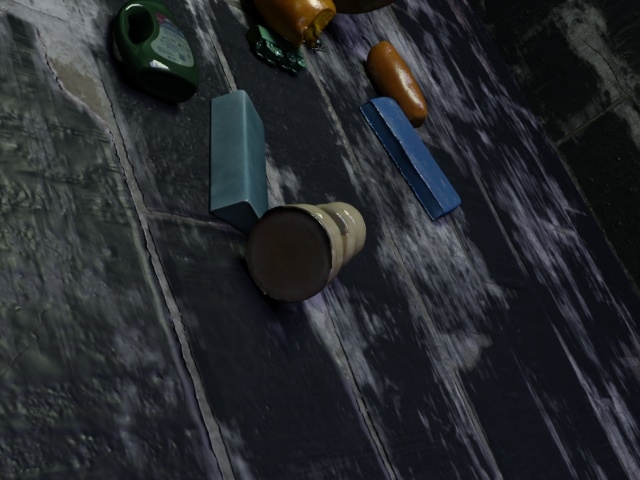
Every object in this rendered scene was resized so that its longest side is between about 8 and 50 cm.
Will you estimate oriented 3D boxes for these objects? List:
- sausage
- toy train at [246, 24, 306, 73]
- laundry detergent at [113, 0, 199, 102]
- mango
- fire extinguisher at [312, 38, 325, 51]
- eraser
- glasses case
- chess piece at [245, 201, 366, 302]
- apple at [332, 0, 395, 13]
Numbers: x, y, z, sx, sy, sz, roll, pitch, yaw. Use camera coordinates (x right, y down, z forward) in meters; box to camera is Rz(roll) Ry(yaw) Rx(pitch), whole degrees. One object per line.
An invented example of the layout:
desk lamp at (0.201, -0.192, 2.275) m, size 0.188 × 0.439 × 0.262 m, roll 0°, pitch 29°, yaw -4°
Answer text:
sausage at (0.184, -0.381, 2.062) m, size 0.098 × 0.098 × 0.238 m, roll -2°, pitch 62°, yaw -58°
toy train at (-0.086, -0.380, 1.697) m, size 0.148 × 0.038 × 0.071 m, roll 14°, pitch 45°, yaw -51°
laundry detergent at (-0.265, -0.320, 1.326) m, size 0.137 × 0.063 × 0.211 m, roll 12°, pitch 49°, yaw -44°
mango at (-0.068, -0.488, 1.727) m, size 0.154 × 0.126 × 0.252 m, roll 29°, pitch 16°, yaw -50°
fire extinguisher at (-0.018, -0.454, 1.901) m, size 0.038 × 0.025 × 0.083 m, roll -14°, pitch 66°, yaw -21°
eraser at (0.211, -0.194, 1.950) m, size 0.312 × 0.043 × 0.144 m, roll 58°, pitch 28°, yaw 5°
glasses case at (-0.120, -0.129, 1.349) m, size 0.105 × 0.056 × 0.266 m, roll 33°, pitch 35°, yaw -35°
chess piece at (0.000, 0.000, 1.317) m, size 0.142 × 0.143 × 0.261 m, roll 57°, pitch 24°, yaw 4°
apple at (0.062, -0.700, 1.950) m, size 0.305 × 0.338 × 0.338 m, roll 34°, pitch 31°, yaw -58°
